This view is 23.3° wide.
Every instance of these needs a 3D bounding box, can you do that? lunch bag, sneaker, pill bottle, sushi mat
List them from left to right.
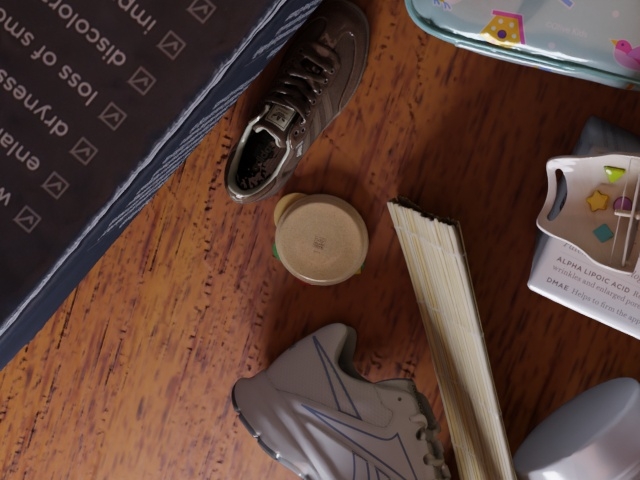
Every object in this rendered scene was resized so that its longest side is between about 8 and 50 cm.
[{"bbox_3d":[-0.018,-0.108,1.266,0.066,0.071,0.188,29,108,1],"label":"sneaker"},{"bbox_3d":[0.054,0.188,1.271,0.129,0.111,0.297,-45,69,4],"label":"sneaker"},{"bbox_3d":[0.119,0.123,1.266,0.019,0.151,0.316,-17,102,-13],"label":"sushi mat"},{"bbox_3d":[0.202,-0.240,1.175,0.279,0.108,0.224,16,107,5],"label":"lunch bag"},{"bbox_3d":[0.291,0.266,1.260,0.169,0.169,0.301,-35,96,16],"label":"pill bottle"}]

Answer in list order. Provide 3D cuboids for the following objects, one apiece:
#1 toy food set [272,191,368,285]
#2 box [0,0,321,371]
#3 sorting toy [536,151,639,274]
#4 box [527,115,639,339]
[{"bbox_3d":[0.000,0.000,1.317,0.083,0.020,0.082,2,105,9],"label":"toy food set"},{"bbox_3d":[-0.270,-0.218,1.070,0.480,0.297,0.472,42,103,-3],"label":"box"},{"bbox_3d":[0.191,-0.027,1.083,0.075,0.045,0.083,12,102,15],"label":"sorting toy"},{"bbox_3d":[0.265,0.001,1.189,0.182,0.181,0.119,24,104,4],"label":"box"}]
